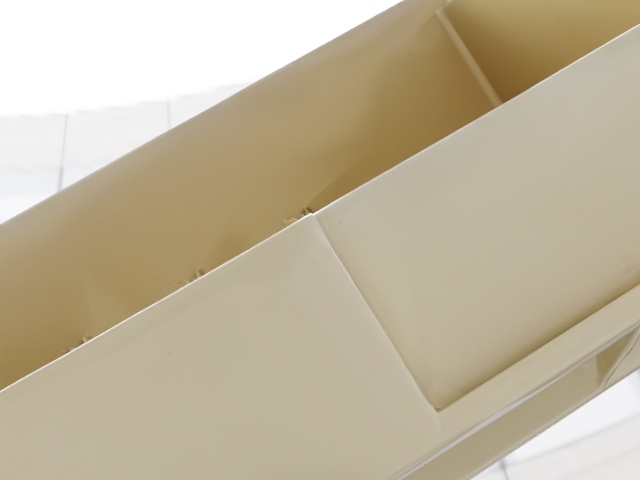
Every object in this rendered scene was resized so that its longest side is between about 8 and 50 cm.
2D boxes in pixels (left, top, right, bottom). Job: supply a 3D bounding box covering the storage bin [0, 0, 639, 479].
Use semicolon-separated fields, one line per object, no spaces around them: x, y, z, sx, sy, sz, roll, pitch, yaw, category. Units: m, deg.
0.000;0.000;0.470;0.262;0.260;0.123;-30;-94;-19;storage bin
